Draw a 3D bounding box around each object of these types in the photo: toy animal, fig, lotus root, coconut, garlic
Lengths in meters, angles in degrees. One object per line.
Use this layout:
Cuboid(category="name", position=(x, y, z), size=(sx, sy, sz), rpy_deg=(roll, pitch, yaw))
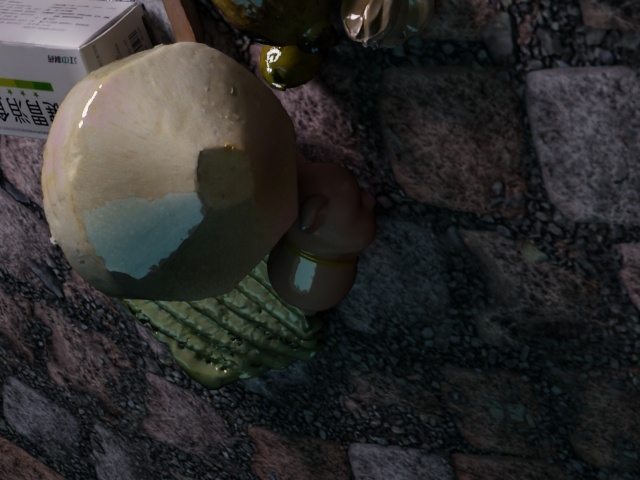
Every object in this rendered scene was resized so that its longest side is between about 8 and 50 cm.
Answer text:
Cuboid(category="toy animal", position=(-0.002, -0.002, 1.672), size=(0.165, 0.149, 0.248), rpy_deg=(53, 150, 43))
Cuboid(category="fig", position=(-0.047, -0.230, 1.547), size=(0.084, 0.098, 0.082), rpy_deg=(28, 140, 26))
Cuboid(category="lotus root", position=(-0.071, -0.330, 1.452), size=(0.260, 0.128, 0.145), rpy_deg=(47, 130, -11))
Cuboid(category="coconut", position=(-0.192, -0.083, 1.538), size=(0.352, 0.352, 0.353), rpy_deg=(21, 136, 21))
Cuboid(category="garlic", position=(0.081, -0.275, 1.428), size=(0.113, 0.074, 0.094), rpy_deg=(10, 97, 22))

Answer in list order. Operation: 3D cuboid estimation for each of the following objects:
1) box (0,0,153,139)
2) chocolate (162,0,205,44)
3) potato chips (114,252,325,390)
Cuboid(category="box", position=(-0.397, -0.256, 1.756), size=(0.333, 0.145, 0.173), rpy_deg=(9, 134, 30))
Cuboid(category="chocolate", position=(-0.188, -0.312, 1.631), size=(0.064, 0.031, 0.101), rpy_deg=(17, 134, 50))
Cuboid(category="potato chips", position=(-0.159, 0.074, 1.914), size=(0.373, 0.097, 0.389), rpy_deg=(-23, 110, 40))
